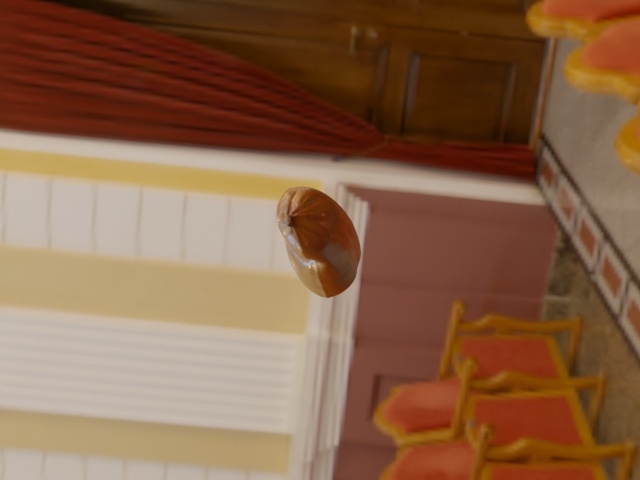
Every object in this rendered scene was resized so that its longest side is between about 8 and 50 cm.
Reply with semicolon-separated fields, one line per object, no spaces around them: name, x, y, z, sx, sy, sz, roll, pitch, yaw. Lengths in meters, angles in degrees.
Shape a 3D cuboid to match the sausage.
sausage;0.000;0.000;0.860;0.062;0.054;0.183;63;179;19
